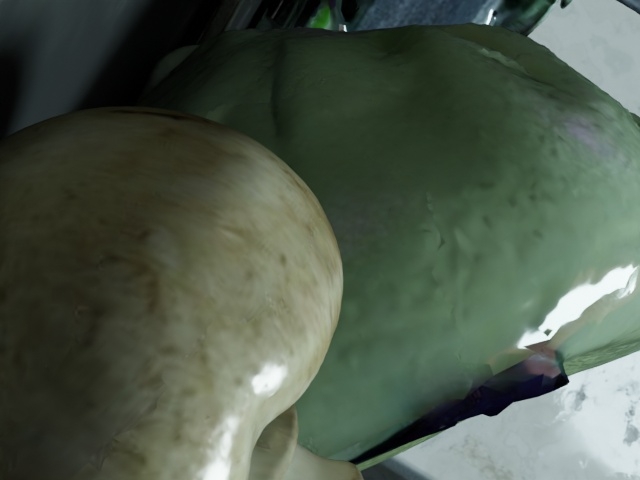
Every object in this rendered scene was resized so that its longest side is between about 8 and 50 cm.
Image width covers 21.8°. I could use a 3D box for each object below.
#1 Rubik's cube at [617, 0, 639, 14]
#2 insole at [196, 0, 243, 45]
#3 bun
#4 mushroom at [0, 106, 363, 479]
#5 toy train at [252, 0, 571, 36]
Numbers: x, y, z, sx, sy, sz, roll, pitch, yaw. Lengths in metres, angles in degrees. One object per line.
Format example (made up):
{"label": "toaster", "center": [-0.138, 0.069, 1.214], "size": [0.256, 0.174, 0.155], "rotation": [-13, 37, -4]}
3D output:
{"label": "Rubik's cube", "center": [0.234, -0.296, 0.799], "size": [0.301, 0.304, 0.305], "rotation": [-61, -178, -38]}
{"label": "insole", "center": [-0.023, -0.141, 0.749], "size": [0.248, 0.011, 0.081], "rotation": [-59, -175, 15]}
{"label": "bun", "center": [0.000, 0.000, 0.664], "size": [0.293, 0.187, 0.293], "rotation": [-20, 173, -3]}
{"label": "mushroom", "center": [-0.055, 0.050, 0.392], "size": [0.166, 0.127, 0.166], "rotation": [-54, -171, 13]}
{"label": "toy train", "center": [0.059, -0.173, 1.172], "size": [0.307, 0.173, 0.249], "rotation": [-59, -169, 10]}
